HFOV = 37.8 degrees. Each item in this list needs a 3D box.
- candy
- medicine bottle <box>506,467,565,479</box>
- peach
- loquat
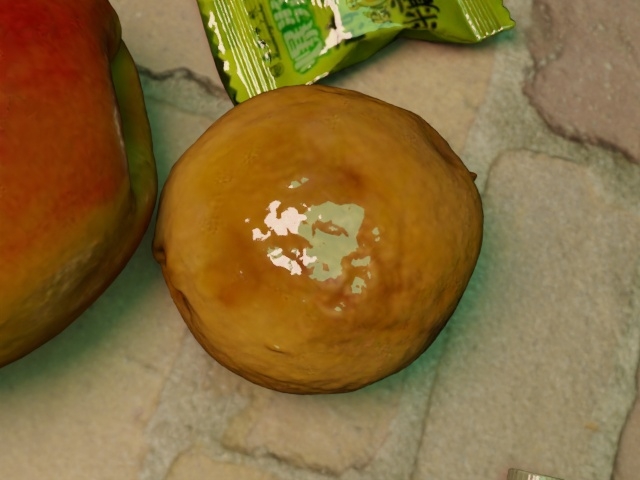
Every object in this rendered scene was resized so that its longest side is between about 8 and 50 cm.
[{"bbox_3d":[0.025,-0.203,0.779,0.246,0.069,0.149,-20,86,-10],"label":"candy"},{"bbox_3d":[0.164,0.226,0.736,0.047,0.047,0.083,13,78,-6],"label":"medicine bottle"},{"bbox_3d":[-0.275,-0.051,0.607,0.332,0.308,0.307,-19,83,6],"label":"peach"},{"bbox_3d":[0.000,0.000,0.676,0.238,0.193,0.238,7,67,-17],"label":"loquat"}]
